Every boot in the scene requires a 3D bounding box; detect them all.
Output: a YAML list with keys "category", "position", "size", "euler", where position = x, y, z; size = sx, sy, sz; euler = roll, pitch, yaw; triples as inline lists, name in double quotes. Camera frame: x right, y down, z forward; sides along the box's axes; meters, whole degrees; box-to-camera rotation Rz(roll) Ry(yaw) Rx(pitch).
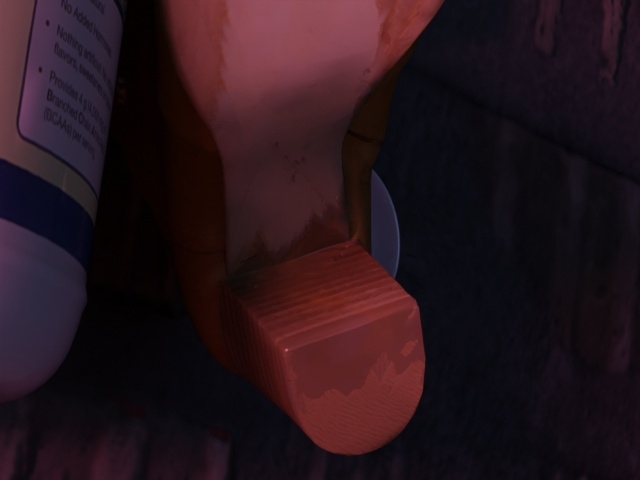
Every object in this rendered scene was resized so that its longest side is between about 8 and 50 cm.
- category: "boot"
  position: [-0.035, -0.084, 0.585]
  size: [0.104, 0.211, 0.295]
  euler: [-13, 117, -19]

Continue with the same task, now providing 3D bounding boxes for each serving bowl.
- category: "serving bowl"
  position: [0.000, 0.000, 0.755]
  size: [0.083, 0.027, 0.083]
  euler: [6, 82, -43]

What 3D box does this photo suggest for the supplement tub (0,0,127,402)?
- category: "supplement tub"
  position: [-0.166, -0.127, 0.460]
  size: [0.235, 0.235, 0.325]
  euler: [18, 74, -42]
